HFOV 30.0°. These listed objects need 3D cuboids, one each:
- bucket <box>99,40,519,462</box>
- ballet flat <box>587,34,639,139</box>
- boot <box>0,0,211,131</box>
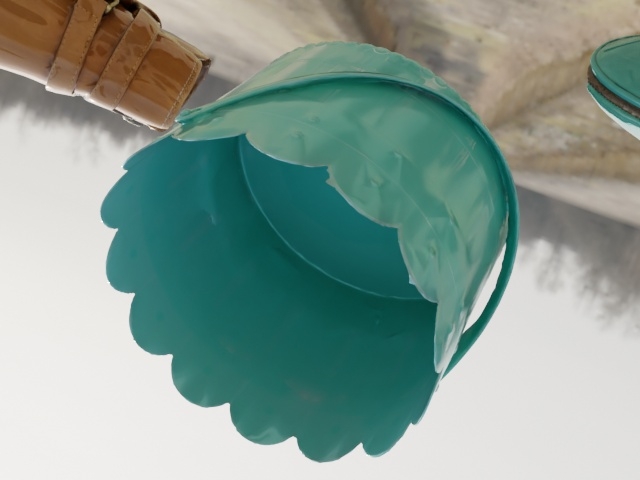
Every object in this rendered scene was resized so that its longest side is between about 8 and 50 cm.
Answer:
[{"bbox_3d":[0.000,0.000,0.874,0.281,0.281,0.183,21,-137,17],"label":"bucket"},{"bbox_3d":[0.264,-0.059,0.686,0.247,0.083,0.087,17,144,42],"label":"ballet flat"},{"bbox_3d":[-0.129,-0.092,0.518,0.152,0.073,0.197,36,-151,-5],"label":"boot"}]
